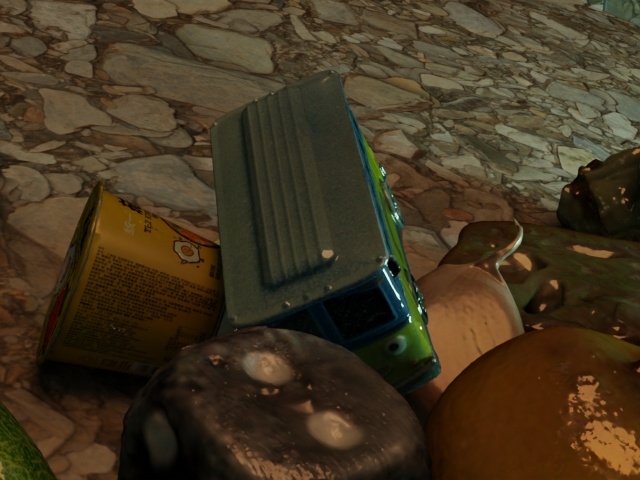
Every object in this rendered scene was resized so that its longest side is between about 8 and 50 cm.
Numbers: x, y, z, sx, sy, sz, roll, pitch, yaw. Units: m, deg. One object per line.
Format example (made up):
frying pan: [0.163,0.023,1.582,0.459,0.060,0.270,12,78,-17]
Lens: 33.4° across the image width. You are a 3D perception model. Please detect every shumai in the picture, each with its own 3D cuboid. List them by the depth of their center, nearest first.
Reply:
shumai: [0.493,-0.016,1.570,0.222,0.203,0.272,-21,81,-46]

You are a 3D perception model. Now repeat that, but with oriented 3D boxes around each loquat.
loquat: [0.213,0.199,0.849,0.274,0.275,0.275,13,28,-7]

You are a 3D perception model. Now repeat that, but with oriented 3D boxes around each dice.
dice: [-0.038,0.187,0.821,0.181,0.182,0.183,-12,38,-40]

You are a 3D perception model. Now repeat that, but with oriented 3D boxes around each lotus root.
lotus root: [0.305,0.073,1.283,0.390,0.111,0.375,-9,25,-34]

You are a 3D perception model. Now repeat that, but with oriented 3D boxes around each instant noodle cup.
instant noodle cup: [-0.173,0.051,1.018,0.144,0.182,0.182,20,26,-17]

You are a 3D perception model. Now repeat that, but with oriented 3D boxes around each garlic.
garlic: [0.136,0.091,1.090,0.148,0.128,0.267,10,64,-15]

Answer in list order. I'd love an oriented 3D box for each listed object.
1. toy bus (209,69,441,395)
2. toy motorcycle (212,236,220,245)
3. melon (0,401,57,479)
toy bus: [0.000,0.000,1.037,0.152,0.190,0.312,-22,41,9]
toy motorcycle: [-0.063,0.001,1.263,0.151,0.074,0.228,26,31,22]
melon: [-0.262,0.180,0.785,0.323,0.196,0.124,35,67,16]
